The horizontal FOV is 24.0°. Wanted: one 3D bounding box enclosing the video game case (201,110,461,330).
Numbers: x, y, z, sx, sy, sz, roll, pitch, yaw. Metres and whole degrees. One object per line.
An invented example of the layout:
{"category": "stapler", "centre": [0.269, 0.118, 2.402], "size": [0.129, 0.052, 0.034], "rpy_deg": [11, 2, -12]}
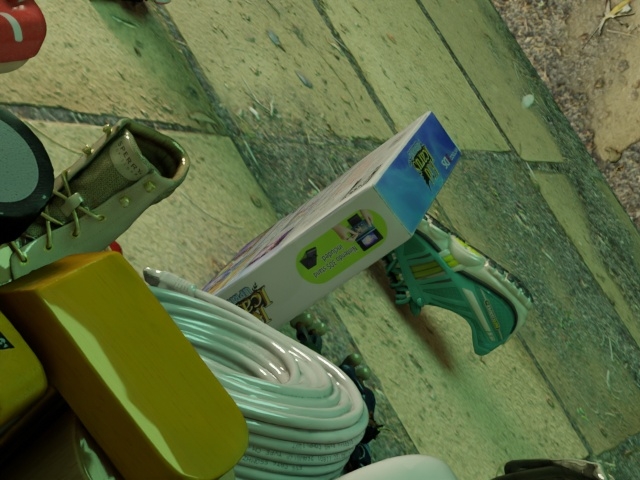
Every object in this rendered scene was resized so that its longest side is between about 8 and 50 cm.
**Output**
{"category": "video game case", "centre": [0.000, 0.000, 1.385], "size": [0.061, 0.244, 0.269], "rpy_deg": [53, 22, -6]}

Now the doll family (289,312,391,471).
{"category": "doll family", "centre": [0.017, 0.161, 1.416], "size": [0.193, 0.076, 0.111], "rpy_deg": [40, 21, -37]}

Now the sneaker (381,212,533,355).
{"category": "sneaker", "centre": [0.118, 0.029, 1.765], "size": [0.275, 0.110, 0.107], "rpy_deg": [37, 5, 3]}

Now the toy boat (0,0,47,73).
{"category": "toy boat", "centre": [-0.298, -0.223, 1.213], "size": [0.151, 0.151, 0.231], "rpy_deg": [43, 21, 7]}

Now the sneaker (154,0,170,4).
{"category": "sneaker", "centre": [-0.209, -0.386, 1.630], "size": [0.252, 0.111, 0.103], "rpy_deg": [50, 17, -15]}

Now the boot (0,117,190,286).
{"category": "boot", "centre": [-0.197, -0.020, 1.123], "size": [0.077, 0.165, 0.213], "rpy_deg": [56, 21, 6]}

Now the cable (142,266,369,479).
{"category": "cable", "centre": [-0.093, 0.106, 1.108], "size": [0.257, 0.089, 0.257], "rpy_deg": [25, 9, 12]}

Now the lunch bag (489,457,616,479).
{"category": "lunch bag", "centre": [0.200, 0.319, 1.272], "size": [0.235, 0.287, 0.169], "rpy_deg": [43, 25, -23]}

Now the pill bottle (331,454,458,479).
{"category": "pill bottle", "centre": [0.077, 0.373, 1.026], "size": [0.229, 0.229, 0.407], "rpy_deg": [9, 49, -60]}

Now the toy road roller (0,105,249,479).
{"category": "toy road roller", "centre": [-0.231, 0.098, 0.866], "size": [0.329, 0.202, 0.240], "rpy_deg": [50, 34, 4]}

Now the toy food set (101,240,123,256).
{"category": "toy food set", "centre": [-0.177, 0.036, 1.283], "size": [0.078, 0.019, 0.122], "rpy_deg": [30, 25, -46]}
